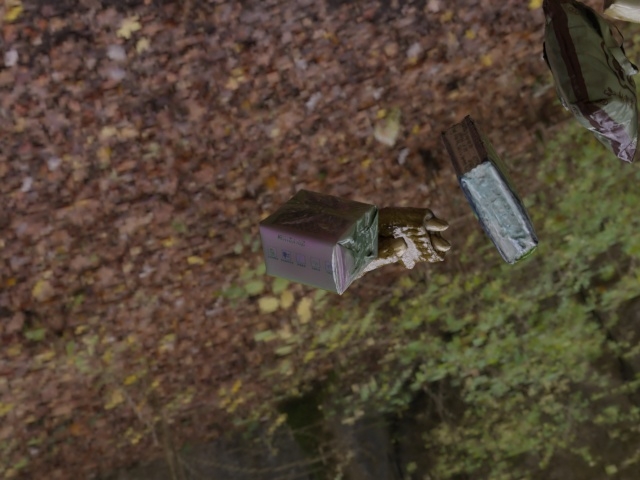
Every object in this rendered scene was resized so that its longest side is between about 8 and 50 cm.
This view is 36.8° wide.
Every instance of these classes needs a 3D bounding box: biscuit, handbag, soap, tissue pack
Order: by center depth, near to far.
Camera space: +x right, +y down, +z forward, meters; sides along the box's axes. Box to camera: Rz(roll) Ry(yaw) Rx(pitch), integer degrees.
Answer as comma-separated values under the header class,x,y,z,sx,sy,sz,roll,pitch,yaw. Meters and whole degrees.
class,x,y,z,sx,sy,sz,roll,pitch,yaw
handbag,0.430,-0.258,1.501,0.127,0.235,0.213,-20,156,34
tissue pack,0.267,-0.087,1.528,0.073,0.173,0.235,-30,-159,13
biscuit,0.605,-0.414,1.716,0.187,0.052,0.056,10,174,1
soap,0.000,0.000,2.037,0.199,0.139,0.182,15,-146,27

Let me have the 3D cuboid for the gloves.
class,x,y,z,sx,sy,sz,roll,pitch,yaw
gloves,0.125,0.004,2.198,0.356,0.156,0.203,-11,180,23
